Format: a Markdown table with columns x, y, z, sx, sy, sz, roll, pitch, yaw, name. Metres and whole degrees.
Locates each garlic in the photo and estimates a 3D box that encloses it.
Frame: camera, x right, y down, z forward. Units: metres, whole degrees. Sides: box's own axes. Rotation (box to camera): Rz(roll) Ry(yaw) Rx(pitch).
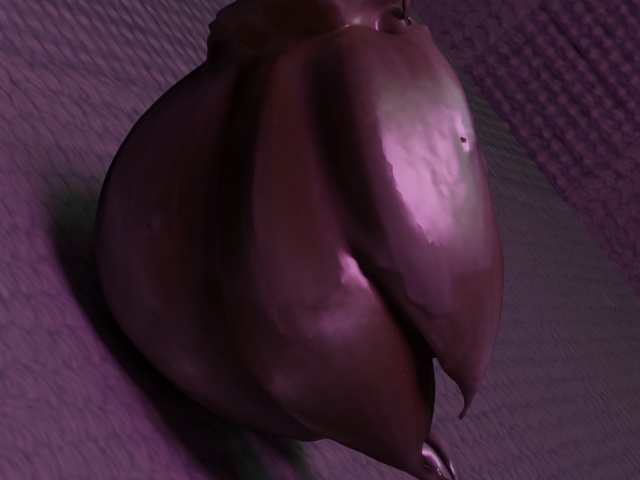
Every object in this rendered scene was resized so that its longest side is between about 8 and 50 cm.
| x | y | z | sx | sy | sz | roll | pitch | yaw | name |
| --- | --- | --- | --- | --- | --- | --- | --- | --- | --- |
| 0.000 | 0.000 | 0.960 | 0.210 | 0.237 | 0.292 | -6 | 93 | -60 | garlic |
